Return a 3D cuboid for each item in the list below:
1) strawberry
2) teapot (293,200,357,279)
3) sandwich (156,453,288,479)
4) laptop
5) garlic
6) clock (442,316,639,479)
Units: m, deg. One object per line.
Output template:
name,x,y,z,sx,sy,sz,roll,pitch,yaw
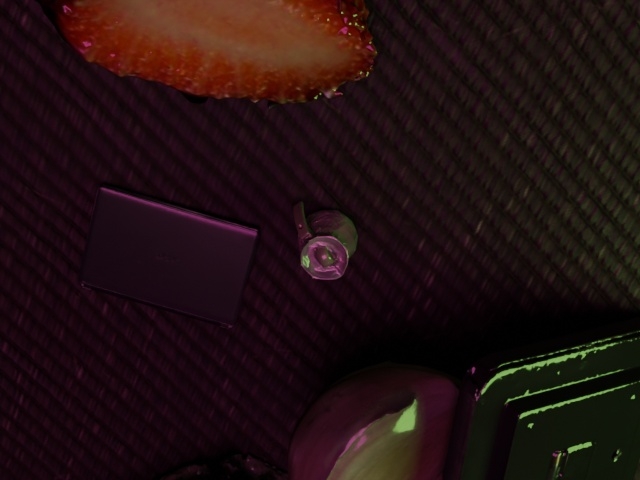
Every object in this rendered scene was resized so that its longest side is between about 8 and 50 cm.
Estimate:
strawberry,-0.099,-0.233,1.090,0.306,0.138,0.233,23,136,-34
teapot,0.000,0.000,1.205,0.064,0.064,0.083,-36,107,18
sandwich,-0.126,0.393,1.362,0.325,0.131,0.262,-22,110,16
laptop,-0.164,0.019,1.254,0.180,0.016,0.129,16,115,-4
garlic,0.085,0.234,1.223,0.237,0.210,0.292,34,96,-2
clock,0.246,0.226,1.219,0.273,0.049,0.279,-10,120,-31
